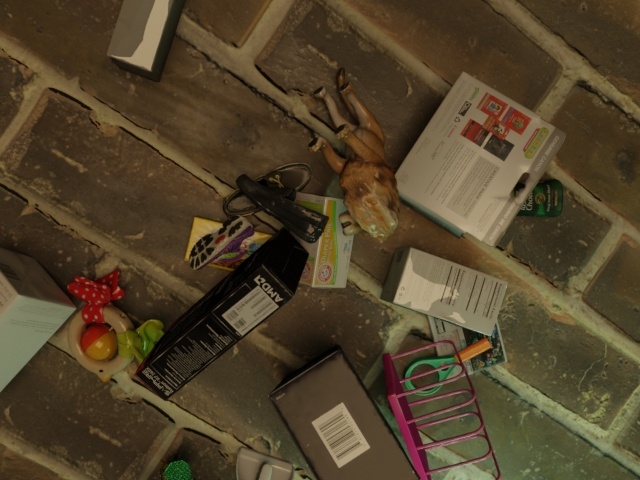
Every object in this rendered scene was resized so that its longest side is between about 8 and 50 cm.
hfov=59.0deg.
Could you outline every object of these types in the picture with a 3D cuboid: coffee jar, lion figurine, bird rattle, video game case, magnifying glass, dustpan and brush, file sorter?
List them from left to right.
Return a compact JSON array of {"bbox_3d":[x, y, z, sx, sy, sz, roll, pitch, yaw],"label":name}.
[{"bbox_3d":[-0.477,0.201,1.246,0.253,0.143,0.207,43,105,-7],"label":"bird rattle"},{"bbox_3d":[-0.140,0.591,1.300,0.147,0.060,0.211,22,52,-10],"label":"dustpan and brush"},{"bbox_3d":[0.090,-0.195,1.230,0.142,0.392,0.240,-24,128,34],"label":"lion figurine"},{"bbox_3d":[0.279,0.407,1.307,0.182,0.202,0.291,-19,103,8],"label":"file sorter"},{"bbox_3d":[0.313,0.306,1.397,0.231,0.026,0.092,-31,96,7],"label":"magnifying glass"},{"bbox_3d":[0.369,0.242,1.426,0.173,0.022,0.191,-16,97,-6],"label":"video game case"},{"bbox_3d":[0.491,-0.100,1.382,0.184,0.079,0.096,-4,100,-8],"label":"coffee jar"}]

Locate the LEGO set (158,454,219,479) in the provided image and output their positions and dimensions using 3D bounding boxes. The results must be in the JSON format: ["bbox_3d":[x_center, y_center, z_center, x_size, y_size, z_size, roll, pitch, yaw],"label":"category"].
[{"bbox_3d":[-0.317,0.667,1.315,0.331,0.192,0.255,35,60,-13],"label":"LEGO set"}]

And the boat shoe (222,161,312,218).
[{"bbox_3d":[-0.117,-0.112,1.293,0.227,0.068,0.081,-27,98,-5],"label":"boat shoe"}]

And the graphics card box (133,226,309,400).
[{"bbox_3d":[-0.195,0.146,1.171,0.371,0.233,0.094,-41,99,17],"label":"graphics card box"}]

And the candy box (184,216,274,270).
[{"bbox_3d":[-0.203,0.018,1.315,0.205,0.027,0.105,13,91,-10],"label":"candy box"}]

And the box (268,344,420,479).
[{"bbox_3d":[0.046,0.400,1.222,0.182,0.294,0.296,-32,82,-2],"label":"box"}]

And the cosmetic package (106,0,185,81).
[{"bbox_3d":[-0.359,-0.471,1.195,0.107,0.127,0.238,16,95,-9],"label":"cosmetic package"}]

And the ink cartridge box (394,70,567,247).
[{"bbox_3d":[0.349,-0.171,1.290,0.271,0.130,0.309,34,90,10],"label":"ink cartridge box"}]

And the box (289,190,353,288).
[{"bbox_3d":[0.000,0.000,1.284,0.103,0.114,0.203,5,96,-41],"label":"box"}]

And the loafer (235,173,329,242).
[{"bbox_3d":[-0.082,-0.081,1.209,0.223,0.076,0.078,35,90,12],"label":"loafer"}]

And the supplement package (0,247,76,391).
[{"bbox_3d":[-0.695,0.178,1.152,0.177,0.175,0.293,41,88,20],"label":"supplement package"}]

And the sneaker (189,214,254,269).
[{"bbox_3d":[-0.219,0.017,1.266,0.170,0.068,0.071,-34,138,8],"label":"sneaker"}]

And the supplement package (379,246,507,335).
[{"bbox_3d":[0.285,0.118,1.330,0.244,0.139,0.134,19,86,-7],"label":"supplement package"}]
